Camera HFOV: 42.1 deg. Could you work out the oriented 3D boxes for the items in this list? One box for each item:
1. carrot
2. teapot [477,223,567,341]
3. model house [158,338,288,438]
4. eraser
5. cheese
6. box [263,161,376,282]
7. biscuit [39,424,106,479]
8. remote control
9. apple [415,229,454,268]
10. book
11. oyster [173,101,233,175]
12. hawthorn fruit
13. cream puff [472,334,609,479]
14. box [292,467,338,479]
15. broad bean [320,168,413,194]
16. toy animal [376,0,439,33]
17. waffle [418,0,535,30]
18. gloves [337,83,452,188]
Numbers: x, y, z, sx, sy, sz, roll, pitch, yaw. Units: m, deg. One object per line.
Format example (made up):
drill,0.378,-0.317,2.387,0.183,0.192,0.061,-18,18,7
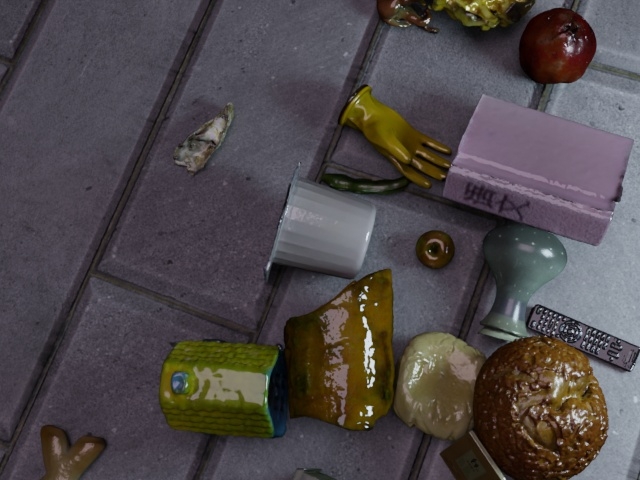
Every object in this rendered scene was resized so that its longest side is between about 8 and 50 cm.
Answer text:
carrot,0.041,0.236,1.775,0.241,0.241,0.341,-3,75,6
teapot,0.426,0.096,1.812,0.183,0.183,0.251,15,87,11
model house,-0.202,0.314,1.763,0.237,0.303,0.216,3,81,7
eraser,0.484,-0.160,1.854,0.359,0.122,0.272,19,52,11
cheese,0.263,0.311,1.795,0.213,0.117,0.226,18,73,5
box,0.000,0.000,1.872,0.206,0.262,0.291,16,115,1
biscuit,-0.585,0.532,1.873,0.164,0.047,0.208,11,76,11
remote control,0.575,0.213,1.828,0.245,0.025,0.063,24,80,12
apple,0.261,0.021,1.895,0.089,0.074,0.090,-2,76,8
book,0.311,0.467,1.719,0.012,0.172,0.118,-26,71,-26
oyster,-0.277,-0.245,2.059,0.199,0.061,0.106,-32,91,0
hawthorn fruit,0.554,-0.459,1.913,0.181,0.235,0.181,1,78,-3
cream puff,0.453,0.340,1.680,0.303,0.212,0.303,4,76,-18
box,0.007,0.558,1.694,0.148,0.231,0.155,22,77,12
broad bean,0.112,-0.137,1.977,0.226,0.039,0.069,-1,52,4
toy animal,0.171,-0.642,2.094,0.157,0.097,0.312,-21,74,12
waffle,0.365,-0.686,2.027,0.379,0.095,0.382,32,66,3
gloves,0.191,-0.238,1.964,0.294,0.116,0.133,38,73,11
